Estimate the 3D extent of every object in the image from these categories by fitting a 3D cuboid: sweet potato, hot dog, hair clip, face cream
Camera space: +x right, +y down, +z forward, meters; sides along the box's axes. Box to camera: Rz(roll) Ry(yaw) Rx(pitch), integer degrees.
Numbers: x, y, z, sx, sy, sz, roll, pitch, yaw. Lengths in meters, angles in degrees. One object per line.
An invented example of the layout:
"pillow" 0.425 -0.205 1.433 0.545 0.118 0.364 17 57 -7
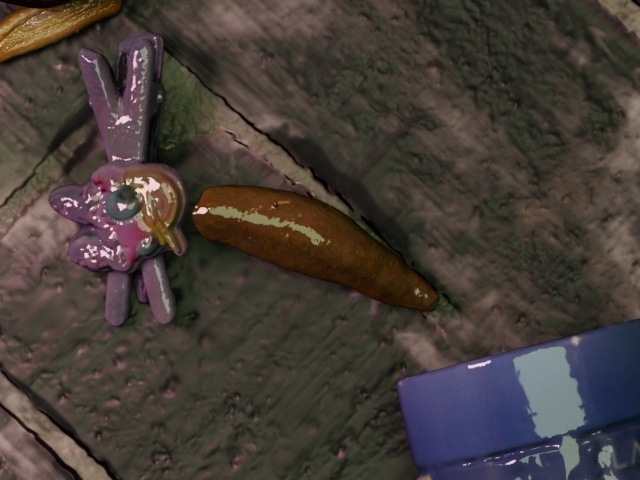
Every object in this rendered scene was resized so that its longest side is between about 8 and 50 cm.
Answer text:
"sweet potato" 0.000 0.000 1.839 0.243 0.077 0.077 18 82 -6
"hot dog" -0.253 -0.208 1.872 0.137 0.028 0.044 -25 110 -3
"hair clip" -0.183 -0.063 1.827 0.137 0.090 0.278 -3 82 12
"face cream" 0.209 0.198 1.731 0.249 0.249 0.225 -15 87 -4

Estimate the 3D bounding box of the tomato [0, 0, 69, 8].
"tomato" -0.259 -0.302 1.795 0.208 0.208 0.184 -24 80 -5
